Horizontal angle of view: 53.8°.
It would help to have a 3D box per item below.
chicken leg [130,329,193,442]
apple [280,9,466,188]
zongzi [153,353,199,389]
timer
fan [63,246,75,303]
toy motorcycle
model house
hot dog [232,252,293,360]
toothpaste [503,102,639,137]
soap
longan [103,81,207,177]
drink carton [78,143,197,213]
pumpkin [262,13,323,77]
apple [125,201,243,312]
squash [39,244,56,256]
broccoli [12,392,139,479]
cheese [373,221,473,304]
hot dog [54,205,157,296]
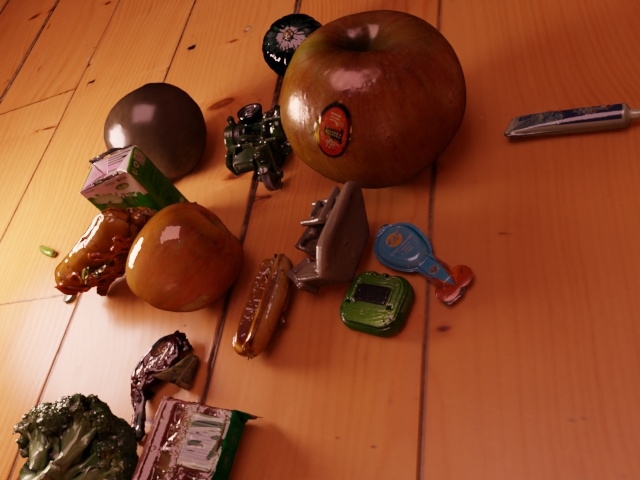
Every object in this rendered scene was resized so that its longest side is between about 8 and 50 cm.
[{"bbox_3d":[-0.368,0.312,1.382,0.105,0.051,0.253,8,64,29],"label":"chicken leg"},{"bbox_3d":[0.109,-0.298,1.383,0.400,0.334,0.400,-5,45,6],"label":"apple"},{"bbox_3d":[-0.309,0.272,1.356,0.040,0.083,0.076,-46,24,52],"label":"zongzi"},{"bbox_3d":[0.108,0.121,1.239,0.140,0.047,0.128,9,61,35],"label":"timer"},{"bbox_3d":[-0.698,0.094,1.766,0.038,0.016,0.193,-26,47,14],"label":"fan"},{"bbox_3d":[-0.170,-0.245,1.633,0.205,0.127,0.275,-9,49,22],"label":"toy motorcycle"},{"bbox_3d":[0.008,0.003,1.325,0.188,0.122,0.229,-16,45,50],"label":"model house"},{"bbox_3d":[-0.112,0.134,1.349,0.104,0.076,0.250,-19,42,44],"label":"hot dog"},{"bbox_3d":[0.512,-0.243,1.280,0.268,0.047,0.069,-1,69,35],"label":"toothpaste"},{"bbox_3d":[-0.250,0.430,1.166,0.217,0.098,0.274,5,59,17],"label":"soap"},{"bbox_3d":[-0.465,-0.295,1.776,0.300,0.243,0.301,2,95,30],"label":"longan"},{"bbox_3d":[-0.450,-0.104,1.589,0.161,0.271,0.108,-17,47,20],"label":"drink carton"},{"bbox_3d":[-0.070,-0.547,1.784,0.194,0.150,0.194,-14,50,18],"label":"pumpkin"},{"bbox_3d":[-0.310,0.047,1.439,0.241,0.242,0.242,-50,46,6],"label":"apple"},{"bbox_3d":[-0.817,0.031,1.880,0.089,0.027,0.027,15,65,40],"label":"squash"},{"bbox_3d":[-0.485,0.434,1.205,0.269,0.270,0.270,3,101,17],"label":"broccoli"},{"bbox_3d":[0.196,0.037,1.260,0.106,0.037,0.256,-45,48,-5],"label":"cheese"},{"bbox_3d":[-0.525,0.039,1.545,0.349,0.158,0.117,-40,74,33],"label":"hot dog"}]
